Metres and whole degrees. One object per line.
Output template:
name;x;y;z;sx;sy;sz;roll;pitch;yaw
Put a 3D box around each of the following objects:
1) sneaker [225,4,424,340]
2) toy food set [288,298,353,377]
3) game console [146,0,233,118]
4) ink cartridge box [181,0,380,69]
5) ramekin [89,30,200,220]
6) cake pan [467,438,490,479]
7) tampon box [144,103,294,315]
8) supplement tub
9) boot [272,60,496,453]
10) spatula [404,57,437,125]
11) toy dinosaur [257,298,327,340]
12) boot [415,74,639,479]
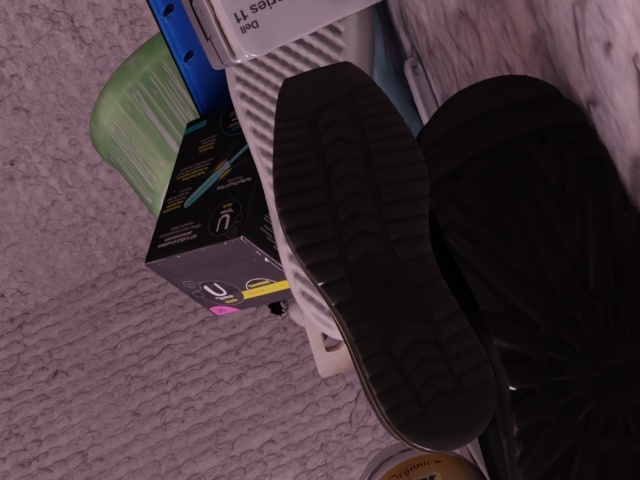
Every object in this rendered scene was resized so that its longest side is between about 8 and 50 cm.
sneaker;0.021;-0.108;0.900;0.150;0.135;0.366;-19;-76;-56
toy food set;-0.005;-0.021;1.229;0.220;0.092;0.306;77;-173;-63
game console;-0.106;-0.299;0.953;0.250;0.173;0.293;61;175;25
ink cartridge box;-0.012;-0.178;0.683;0.087;0.153;0.208;65;175;-12
ramekin;-0.129;-0.148;1.383;0.148;0.303;0.303;55;173;19
cake pan;0.174;0.167;1.164;0.293;0.054;0.293;63;176;9
tampon box;-0.065;-0.032;0.961;0.101;0.120;0.161;40;-131;-38
supplement tub;0.184;0.462;1.653;0.228;0.228;0.316;65;175;-19
boot;0.023;0.019;0.567;0.137;0.076;0.198;95;160;-76
spatula;0.071;-0.010;0.832;0.019;0.168;0.242;-3;114;51
toy dinosaur;0.000;0.000;1.427;0.218;0.322;0.164;47;144;-16
boot;0.128;0.083;0.657;0.260;0.131;0.348;126;128;-78
